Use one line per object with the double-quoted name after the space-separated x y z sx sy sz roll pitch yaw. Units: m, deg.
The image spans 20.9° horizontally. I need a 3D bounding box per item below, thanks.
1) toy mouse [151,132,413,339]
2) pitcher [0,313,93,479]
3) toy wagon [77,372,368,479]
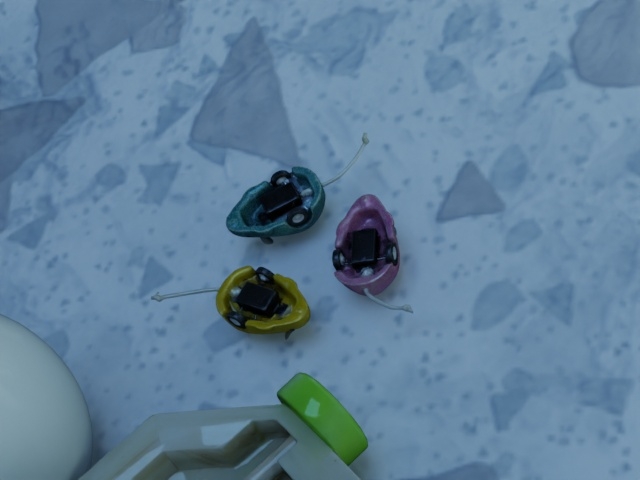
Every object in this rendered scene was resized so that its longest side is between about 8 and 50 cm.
0.000 0.000 1.036 0.161 0.031 0.143 13 63 29 "toy mouse"
-0.230 0.100 0.949 0.178 0.207 0.125 -33 50 -1 "pitcher"
-0.029 0.232 0.862 0.267 0.068 0.344 -42 52 -9 "toy wagon"
